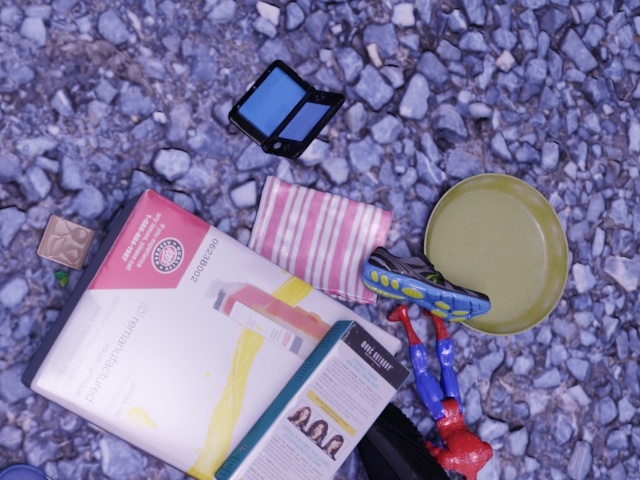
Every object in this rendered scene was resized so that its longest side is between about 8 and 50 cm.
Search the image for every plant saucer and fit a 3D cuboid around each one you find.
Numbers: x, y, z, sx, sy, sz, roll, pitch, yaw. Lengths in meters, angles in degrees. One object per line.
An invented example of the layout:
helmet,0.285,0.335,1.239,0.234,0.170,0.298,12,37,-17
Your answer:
plant saucer,0.255,0.022,1.597,0.241,0.037,0.241,3,82,-21

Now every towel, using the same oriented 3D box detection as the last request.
towel,0.000,0.000,1.509,0.197,0.029,0.144,16,77,-18

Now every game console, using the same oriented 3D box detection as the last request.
game console,-0.046,-0.183,1.498,0.122,0.107,0.071,-52,129,-18

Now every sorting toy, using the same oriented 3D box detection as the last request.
sorting toy,-0.333,0.015,1.392,0.062,0.012,0.083,24,72,-21

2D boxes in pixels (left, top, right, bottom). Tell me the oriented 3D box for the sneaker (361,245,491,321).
sneaker,0.151,0.056,1.497,0.188,0.067,0.078,20,55,-2

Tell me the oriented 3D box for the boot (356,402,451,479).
boot,0.068,0.349,1.437,0.094,0.246,0.207,16,111,-36

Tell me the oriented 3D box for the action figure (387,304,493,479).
action figure,0.162,0.239,1.514,0.091,0.139,0.280,-8,63,-19

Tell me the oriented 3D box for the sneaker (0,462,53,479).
sneaker,-0.323,0.410,1.278,0.112,0.131,0.296,-13,86,-20

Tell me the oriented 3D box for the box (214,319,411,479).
box,-0.008,0.217,1.283,0.100,0.060,0.244,44,72,-12

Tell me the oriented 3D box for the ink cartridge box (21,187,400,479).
ink cartridge box,-0.133,0.152,1.363,0.385,0.160,0.279,32,76,-14
